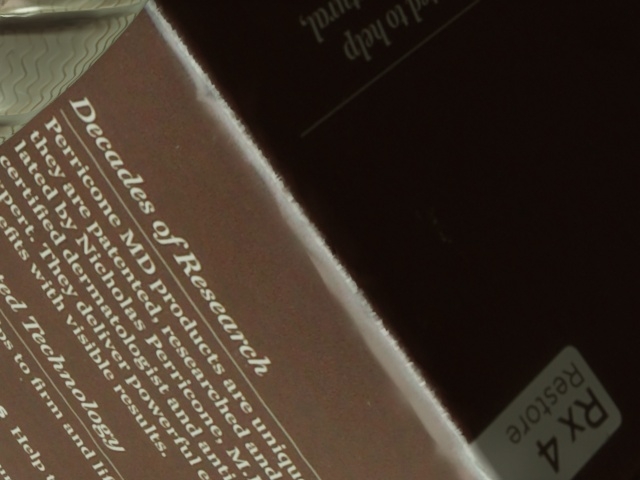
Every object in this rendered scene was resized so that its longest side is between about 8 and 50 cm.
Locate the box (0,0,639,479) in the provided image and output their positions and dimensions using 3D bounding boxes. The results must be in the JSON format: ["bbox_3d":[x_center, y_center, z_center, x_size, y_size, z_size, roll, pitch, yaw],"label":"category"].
[{"bbox_3d":[0.000,0.000,0.542,0.167,0.168,0.203,55,141,-4],"label":"box"}]

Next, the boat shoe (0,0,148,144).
[{"bbox_3d":[-0.062,-0.133,0.400,0.123,0.116,0.324,35,106,-25],"label":"boat shoe"}]
